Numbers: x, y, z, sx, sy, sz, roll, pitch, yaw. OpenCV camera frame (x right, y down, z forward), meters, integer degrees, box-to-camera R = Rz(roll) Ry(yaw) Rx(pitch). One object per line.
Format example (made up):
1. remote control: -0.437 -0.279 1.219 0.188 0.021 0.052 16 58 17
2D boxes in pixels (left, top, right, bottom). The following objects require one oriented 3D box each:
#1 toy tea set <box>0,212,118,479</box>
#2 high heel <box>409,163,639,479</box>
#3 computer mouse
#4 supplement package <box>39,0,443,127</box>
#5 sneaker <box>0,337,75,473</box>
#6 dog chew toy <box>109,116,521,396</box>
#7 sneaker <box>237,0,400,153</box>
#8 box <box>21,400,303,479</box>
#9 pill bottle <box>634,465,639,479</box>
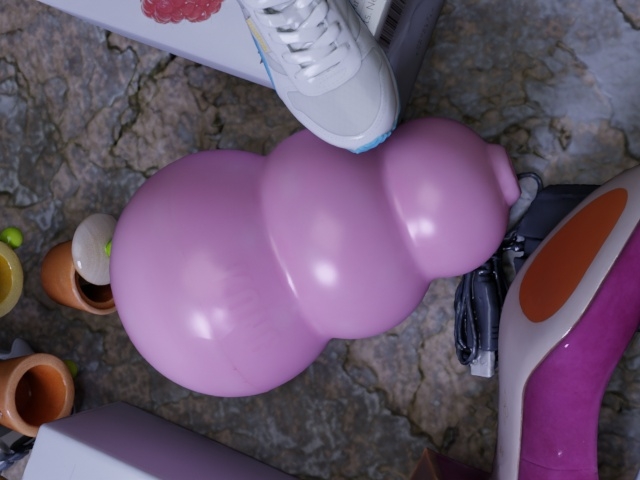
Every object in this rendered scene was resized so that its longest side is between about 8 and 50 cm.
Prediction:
1. toy tea set: -0.259 0.104 1.050 0.124 0.200 0.336 -2 55 41
2. high heel: 0.216 0.123 0.990 0.181 0.127 0.377 22 116 -14
3. computer mouse: 0.239 0.024 1.029 0.272 0.072 0.188 2 89 15
4. supplement package: -0.057 -0.227 1.057 0.293 0.175 0.177 20 96 15
5. sneaker: -0.352 0.171 1.193 0.229 0.086 0.132 -33 77 3
6. dog chew toy: 0.000 0.000 1.027 0.332 0.206 0.206 -19 85 13
7. sneaker: -0.021 -0.165 0.909 0.087 0.092 0.228 -30 85 12
8. box: -0.090 0.306 1.069 0.345 0.168 0.215 22 96 14
9. pill bottle: 0.388 0.258 0.928 0.334 0.188 0.187 21 95 14
